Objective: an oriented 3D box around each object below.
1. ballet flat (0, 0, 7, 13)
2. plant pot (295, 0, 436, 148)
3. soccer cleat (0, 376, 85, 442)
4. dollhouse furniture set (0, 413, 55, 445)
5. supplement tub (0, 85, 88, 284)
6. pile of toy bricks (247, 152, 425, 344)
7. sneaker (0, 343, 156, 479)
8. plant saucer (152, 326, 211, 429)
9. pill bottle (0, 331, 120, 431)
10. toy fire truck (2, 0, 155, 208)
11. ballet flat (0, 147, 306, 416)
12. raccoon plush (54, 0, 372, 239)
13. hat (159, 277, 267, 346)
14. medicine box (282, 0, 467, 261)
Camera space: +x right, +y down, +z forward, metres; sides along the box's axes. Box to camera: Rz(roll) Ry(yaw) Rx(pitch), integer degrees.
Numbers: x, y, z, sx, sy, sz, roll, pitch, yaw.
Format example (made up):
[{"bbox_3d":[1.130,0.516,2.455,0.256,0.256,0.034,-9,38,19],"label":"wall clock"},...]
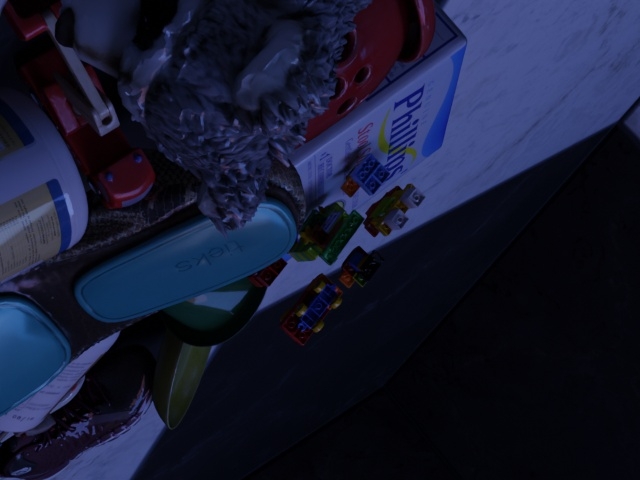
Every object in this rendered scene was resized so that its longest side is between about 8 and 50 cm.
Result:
[{"bbox_3d":[-0.273,-0.148,0.546,0.139,0.139,0.400,-44,167,15],"label":"ballet flat"},{"bbox_3d":[-0.011,-0.195,0.959,0.174,0.191,0.191,-33,164,-12],"label":"plant pot"},{"bbox_3d":[-0.396,0.216,1.488,0.196,0.068,0.076,-35,179,-15],"label":"soccer cleat"},{"bbox_3d":[-0.419,0.209,1.268,0.129,0.129,0.183,-45,164,17],"label":"dollhouse furniture set"},{"bbox_3d":[-0.297,-0.019,0.879,0.199,0.144,0.144,-31,163,-29],"label":"supplement tub"},{"bbox_3d":[0.000,0.000,1.202,0.212,0.118,0.105,-51,-162,-19],"label":"pile of toy bricks"},{"bbox_3d":[-0.358,0.251,1.591,0.281,0.106,0.162,-43,162,13],"label":"sneaker"},{"bbox_3d":[-0.191,0.149,1.636,0.241,0.037,0.241,17,90,-86],"label":"plant saucer"},{"bbox_3d":[-0.290,0.088,1.229,0.229,0.131,0.131,-46,164,20],"label":"pill bottle"},{"bbox_3d":[-0.187,-0.112,0.893,0.047,0.192,0.135,-35,-168,-17],"label":"toy fire truck"},{"bbox_3d":[-0.247,0.030,1.049,0.482,0.182,0.164,-29,139,-3],"label":"ballet flat"},{"bbox_3d":[0.049,-0.195,0.732,0.446,0.299,0.216,-17,154,-7],"label":"raccoon plush"},{"bbox_3d":[-0.183,0.031,1.333,0.183,0.173,0.209,24,91,-53],"label":"hat"},{"bbox_3d":[-0.004,-0.130,1.260,0.289,0.149,0.263,-36,165,-11],"label":"medicine box"}]
